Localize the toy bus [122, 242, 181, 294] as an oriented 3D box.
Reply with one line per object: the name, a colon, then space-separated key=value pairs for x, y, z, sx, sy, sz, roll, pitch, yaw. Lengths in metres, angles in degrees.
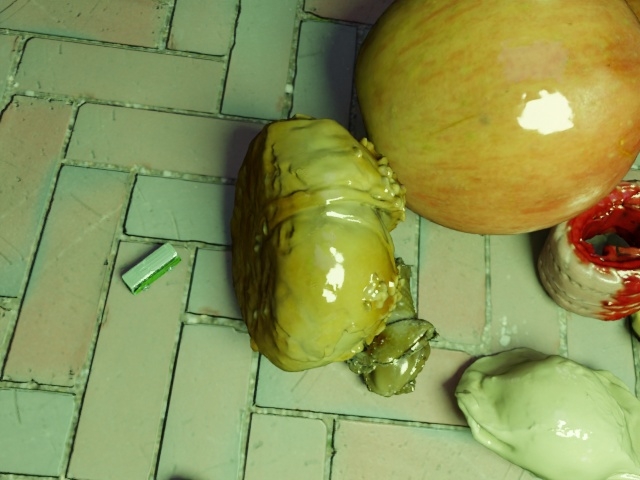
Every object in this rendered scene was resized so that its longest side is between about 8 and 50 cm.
toy bus: x=-0.238 y=0.040 z=0.760 sx=0.083 sy=0.037 sz=0.031 roll=-39 pitch=78 yaw=-16

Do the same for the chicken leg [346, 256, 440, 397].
chicken leg: x=0.103 y=0.115 z=0.747 sx=0.125 sy=0.080 sz=0.196 roll=18 pitch=69 yaw=15

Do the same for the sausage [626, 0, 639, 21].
sausage: x=0.437 y=-0.422 z=0.924 sx=0.268 sy=0.153 sz=0.141 roll=-2 pitch=36 yaw=-8

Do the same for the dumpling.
dumpling: x=0.303 y=0.214 z=0.704 sx=0.258 sy=0.147 sz=0.193 roll=8 pitch=39 yaw=3

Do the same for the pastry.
pastry: x=0.000 y=0.000 z=0.677 sx=0.184 sy=0.284 sz=0.315 roll=1 pitch=62 yaw=-24

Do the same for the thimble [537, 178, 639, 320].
thimble: x=0.412 y=0.017 z=0.765 sx=0.189 sy=0.125 sz=0.163 roll=-37 pitch=59 yaw=-13

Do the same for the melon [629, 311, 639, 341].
melon: x=0.519 y=0.131 z=0.782 sx=0.128 sy=0.079 sz=0.160 roll=43 pitch=56 yaw=-8

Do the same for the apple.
apple: x=0.214 y=-0.183 z=0.714 sx=0.364 sy=0.364 sz=0.363 roll=2 pitch=70 yaw=-5
